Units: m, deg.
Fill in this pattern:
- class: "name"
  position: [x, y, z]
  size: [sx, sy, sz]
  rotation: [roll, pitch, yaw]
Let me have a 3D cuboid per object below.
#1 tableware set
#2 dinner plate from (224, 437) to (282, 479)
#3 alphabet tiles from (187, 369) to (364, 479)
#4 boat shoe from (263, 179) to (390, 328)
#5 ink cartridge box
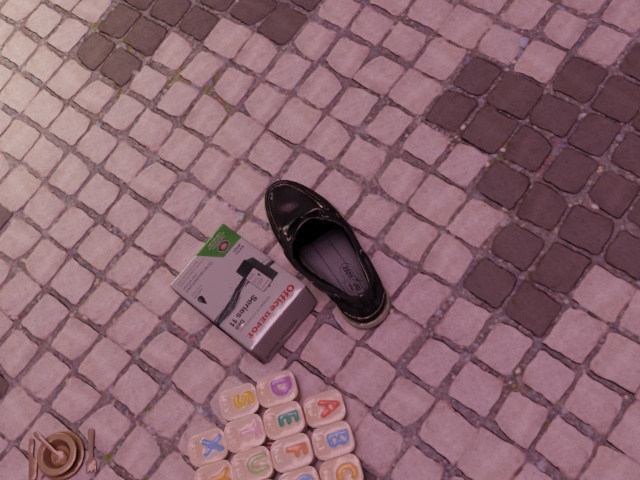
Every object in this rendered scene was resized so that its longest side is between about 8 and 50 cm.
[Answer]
- class: "tableware set"
  position: [-0.453, 0.420, 1.670]
  size: [0.128, 0.039, 0.194]
  rotation: [-12, 64, 10]
- class: "dinner plate"
  position: [-0.089, 0.397, 1.596]
  size: [0.141, 0.017, 0.141]
  rotation: [-5, 66, 12]
- class: "alphabet tiles"
  position: [-0.078, 0.360, 1.590]
  size: [0.278, 0.021, 0.284]
  rotation: [-18, 62, 6]
- class: "boat shoe"
  position: [-0.003, 0.003, 1.695]
  size: [0.127, 0.113, 0.340]
  rotation: [-32, 62, 0]
- class: "ink cartridge box"
  position: [-0.134, 0.093, 1.704]
  size: [0.208, 0.087, 0.153]
  rotation: [35, 80, 25]
